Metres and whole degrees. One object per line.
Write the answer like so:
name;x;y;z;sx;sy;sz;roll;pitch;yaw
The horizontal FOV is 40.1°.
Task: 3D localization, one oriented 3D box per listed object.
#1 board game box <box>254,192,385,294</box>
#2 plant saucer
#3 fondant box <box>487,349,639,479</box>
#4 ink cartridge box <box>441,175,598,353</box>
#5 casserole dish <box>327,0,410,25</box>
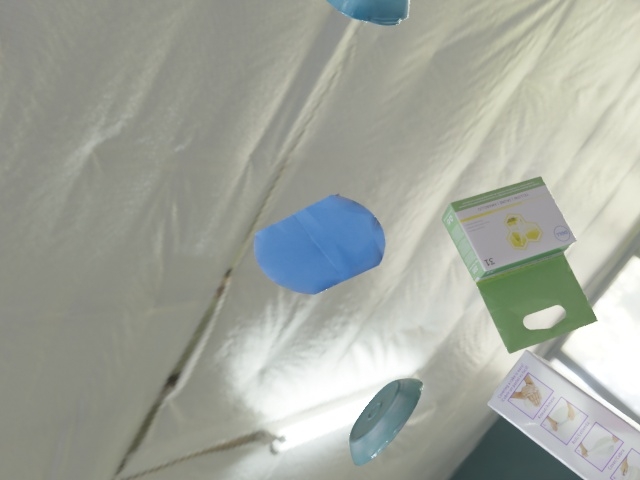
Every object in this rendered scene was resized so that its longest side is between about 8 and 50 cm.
board game box;0.000;0.000;1.132;0.168;0.033;0.133;-26;-53;19
plant saucer;0.067;0.195;0.974;0.119;0.021;0.119;-50;6;7
fondant box;0.403;0.288;1.161;0.096;0.330;0.238;-56;-28;3
ink cartridge box;0.307;0.032;1.315;0.171;0.235;0.056;-16;-23;-19
casserole dish;0.035;-0.324;1.056;0.114;0.188;0.037;-13;-39;-37
